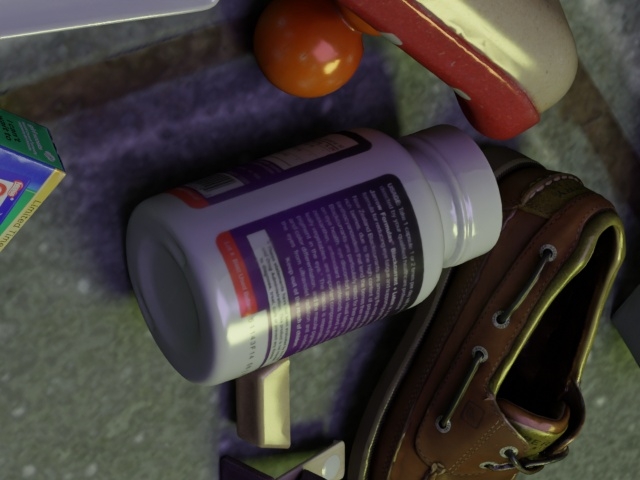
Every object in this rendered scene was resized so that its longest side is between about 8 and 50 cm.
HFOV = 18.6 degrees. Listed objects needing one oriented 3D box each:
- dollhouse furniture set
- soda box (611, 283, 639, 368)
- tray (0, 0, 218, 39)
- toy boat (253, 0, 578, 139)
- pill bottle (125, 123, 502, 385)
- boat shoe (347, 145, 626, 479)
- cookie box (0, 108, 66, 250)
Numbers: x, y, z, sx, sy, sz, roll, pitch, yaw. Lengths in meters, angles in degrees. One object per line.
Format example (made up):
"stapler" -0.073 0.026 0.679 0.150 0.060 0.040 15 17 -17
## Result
"dollhouse furniture set" 0.000 0.112 1.169 0.081 0.091 0.114 -24 124 -42
"soda box" 0.298 0.004 1.217 0.091 0.098 0.286 -12 151 -30
"tray" -0.167 -0.165 0.931 0.270 0.030 0.145 -12 119 -30
"toy boat" 0.029 -0.130 1.039 0.151 0.151 0.231 -35 135 24
"pill bottle" 0.000 0.000 1.083 0.193 0.108 0.108 -20 123 -26
"boat shoe" 0.101 0.102 1.200 0.110 0.104 0.307 -12 122 -45
"cookie box" -0.195 -0.030 0.956 0.107 0.040 0.092 21 121 -40
